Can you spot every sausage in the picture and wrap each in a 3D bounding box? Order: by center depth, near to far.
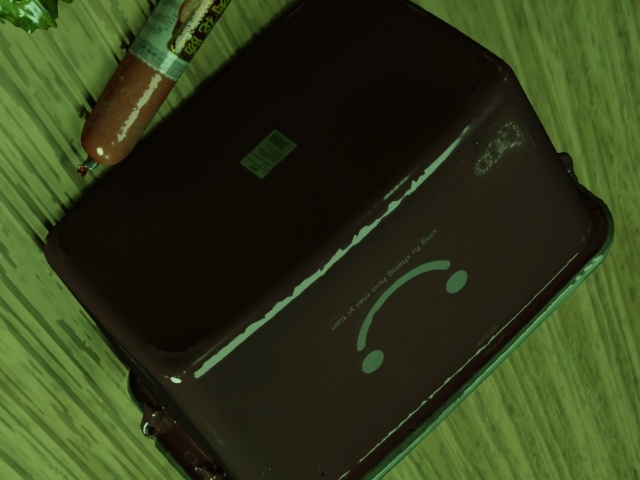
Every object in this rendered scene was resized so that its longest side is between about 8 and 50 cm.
[{"bbox_3d":[-0.057,-0.137,0.843,0.253,0.034,0.034,-55,145,9],"label":"sausage"}]

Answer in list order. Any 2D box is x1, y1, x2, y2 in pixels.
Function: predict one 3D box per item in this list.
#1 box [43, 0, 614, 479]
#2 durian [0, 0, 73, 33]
[{"bbox_3d":[0.000,0.000,0.911,0.294,0.193,0.167,-43,137,-9],"label":"box"},{"bbox_3d":[-0.097,-0.238,0.600,0.198,0.163,0.394,-19,141,-33],"label":"durian"}]
